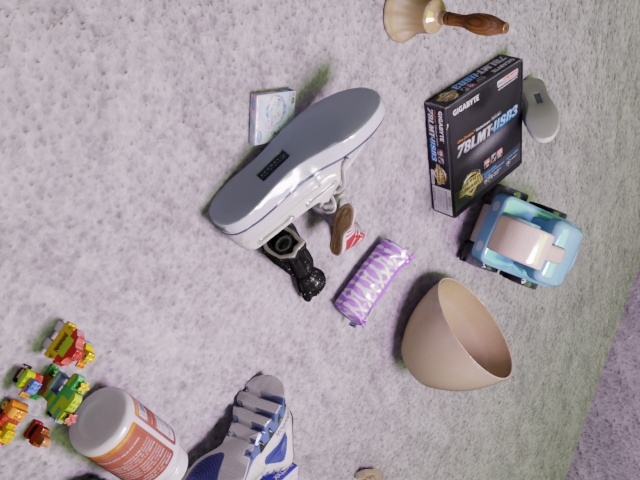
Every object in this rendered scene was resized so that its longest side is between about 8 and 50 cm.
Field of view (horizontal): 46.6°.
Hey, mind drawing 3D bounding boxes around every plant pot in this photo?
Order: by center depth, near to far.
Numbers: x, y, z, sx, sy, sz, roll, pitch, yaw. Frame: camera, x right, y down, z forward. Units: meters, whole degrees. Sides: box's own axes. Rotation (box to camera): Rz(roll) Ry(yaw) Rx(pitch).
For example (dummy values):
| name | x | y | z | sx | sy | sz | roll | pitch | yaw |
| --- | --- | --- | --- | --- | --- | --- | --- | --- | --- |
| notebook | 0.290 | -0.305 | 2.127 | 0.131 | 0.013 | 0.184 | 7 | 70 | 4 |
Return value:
| name | x | y | z | sx | sy | sz | roll | pitch | yaw |
| --- | --- | --- | --- | --- | --- | --- | --- | --- | --- |
| plant pot | 0.313 | 0.262 | 1.845 | 0.191 | 0.284 | 0.284 | -39 | 148 | 26 |

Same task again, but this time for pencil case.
| name | x | y | z | sx | sy | sz | roll | pitch | yaw |
| --- | --- | --- | --- | --- | --- | --- | --- | --- | --- |
| pencil case | 0.117 | 0.094 | 1.649 | 0.206 | 0.088 | 0.086 | -55 | 141 | -13 |

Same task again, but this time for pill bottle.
| name | x | y | z | sx | sy | sz | roll | pitch | yaw |
| --- | --- | --- | --- | --- | --- | --- | --- | --- | --- |
| pill bottle | -0.322 | 0.352 | 1.284 | 0.121 | 0.121 | 0.216 | -50 | 138 | -17 |

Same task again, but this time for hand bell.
| name | x | y | z | sx | sy | sz | roll | pitch | yaw |
| --- | --- | --- | --- | --- | --- | --- | --- | --- | --- |
| hand bell | 0.250 | -0.419 | 1.402 | 0.126 | 0.242 | 0.126 | -24 | 126 | -38 |

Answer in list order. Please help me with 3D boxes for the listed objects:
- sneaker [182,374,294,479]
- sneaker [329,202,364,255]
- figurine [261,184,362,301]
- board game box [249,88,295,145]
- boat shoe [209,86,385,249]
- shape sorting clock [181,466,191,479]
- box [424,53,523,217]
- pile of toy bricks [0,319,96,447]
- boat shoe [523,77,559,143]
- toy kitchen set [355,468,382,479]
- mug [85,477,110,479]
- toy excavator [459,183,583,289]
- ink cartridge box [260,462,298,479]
| name | x | y | z | sx | sy | sz | roll | pitch | yaw |
| --- | --- | --- | --- | --- | --- | --- | --- | --- | --- |
| sneaker | -0.139 | 0.451 | 1.512 | 0.315 | 0.127 | 0.182 | -56 | 141 | -25 |
| sneaker | 0.058 | -0.029 | 1.426 | 0.067 | 0.042 | 0.118 | -26 | 144 | -42 |
| figurine | 0.000 | 0.000 | 1.487 | 0.215 | 0.092 | 0.209 | -52 | 147 | -15 |
| board game box | -0.085 | -0.220 | 1.317 | 0.090 | 0.020 | 0.090 | -18 | 123 | -42 |
| boat shoe | -0.017 | -0.111 | 1.336 | 0.367 | 0.136 | 0.156 | -43 | 141 | -6 |
| shape sorting clock | -0.293 | 0.549 | 1.481 | 0.206 | 0.040 | 0.206 | -27 | 124 | -49 |
| box | 0.371 | -0.248 | 1.759 | 0.295 | 0.073 | 0.293 | -35 | 133 | -31 |
| pile of toy bricks | -0.406 | 0.243 | 1.148 | 0.212 | 0.105 | 0.118 | -57 | 140 | -8 |
| boat shoe | 0.538 | -0.305 | 1.828 | 0.081 | 0.079 | 0.227 | 72 | 15 | -47 |
| toy kitchen set | 0.123 | 0.659 | 1.973 | 0.068 | 0.083 | 0.075 | -31 | 149 | 27 |
| mug | -0.382 | 0.472 | 1.294 | 0.129 | 0.158 | 0.097 | 44 | 72 | -24 |
| toy excavator | 0.504 | 0.004 | 1.769 | 0.433 | 0.445 | 0.222 | 20 | 95 | -25 |
| ink cartridge box | -0.147 | 0.524 | 1.557 | 0.207 | 0.097 | 0.046 | -30 | 130 | -48 |
